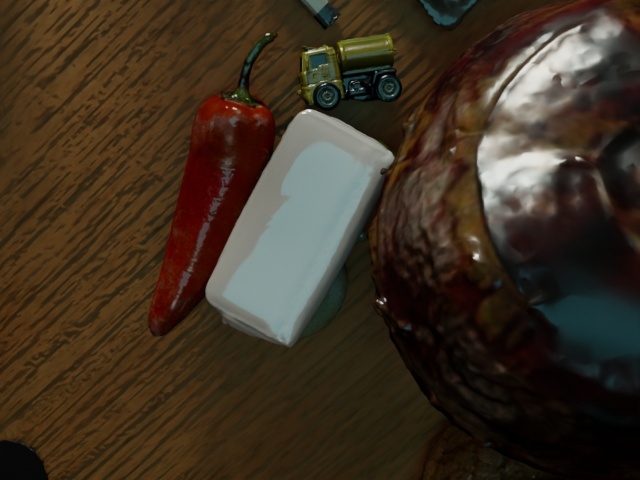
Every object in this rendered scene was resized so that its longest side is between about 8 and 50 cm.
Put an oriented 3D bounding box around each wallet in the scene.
[{"bbox_3d":[-0.020,-0.008,0.555,0.095,0.033,0.190,30,94,1],"label":"wallet"}]

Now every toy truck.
[{"bbox_3d":[0.021,-0.137,0.565,0.083,0.049,0.054,-9,103,-2],"label":"toy truck"}]

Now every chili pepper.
[{"bbox_3d":[-0.086,-0.042,0.575,0.071,0.063,0.272,16,104,-18],"label":"chili pepper"}]

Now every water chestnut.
[{"bbox_3d":[0.206,0.010,0.505,0.350,0.302,0.350,-4,71,13],"label":"water chestnut"}]

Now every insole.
[{"bbox_3d":[-0.310,0.301,0.683,0.080,0.003,0.232,10,104,-5],"label":"insole"}]

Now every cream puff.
[{"bbox_3d":[0.191,0.252,0.611,0.183,0.169,0.183,0,103,-2],"label":"cream puff"}]

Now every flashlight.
[{"bbox_3d":[-0.018,-0.208,0.559,0.018,0.018,0.083,-44,102,7],"label":"flashlight"}]

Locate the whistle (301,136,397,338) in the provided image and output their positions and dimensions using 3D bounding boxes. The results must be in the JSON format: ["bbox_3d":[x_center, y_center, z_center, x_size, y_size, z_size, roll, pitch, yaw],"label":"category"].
[{"bbox_3d":[0.000,0.000,0.594,0.104,0.057,0.198,35,101,-11],"label":"whistle"}]

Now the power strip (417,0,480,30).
[{"bbox_3d":[0.110,-0.301,0.519,0.198,0.064,0.213,42,100,-10],"label":"power strip"}]
